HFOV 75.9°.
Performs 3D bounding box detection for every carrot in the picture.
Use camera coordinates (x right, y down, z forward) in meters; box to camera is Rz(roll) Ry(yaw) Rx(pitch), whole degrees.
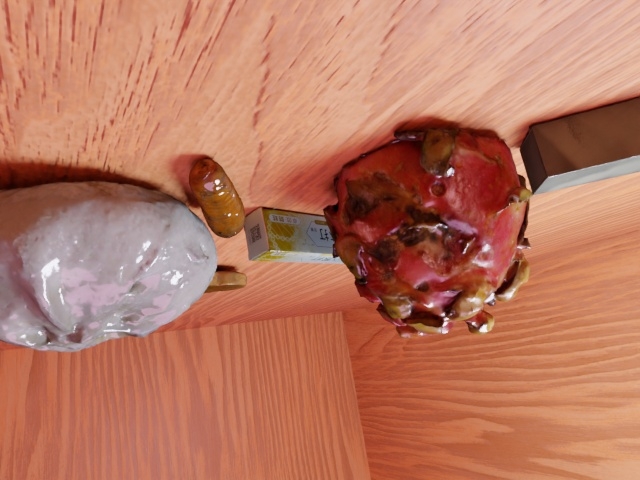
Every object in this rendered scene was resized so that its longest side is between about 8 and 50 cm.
[{"bbox_3d":[-0.138,-0.054,0.567,0.060,0.060,0.186,-8,161,-8],"label":"carrot"}]

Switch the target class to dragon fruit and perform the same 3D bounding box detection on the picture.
[{"bbox_3d":[0.183,0.015,0.623,0.314,0.263,0.296,4,160,-41],"label":"dragon fruit"}]

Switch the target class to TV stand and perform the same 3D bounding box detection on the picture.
[{"bbox_3d":[0.426,-0.139,0.553,0.269,0.083,0.088,-13,167,11],"label":"TV stand"}]

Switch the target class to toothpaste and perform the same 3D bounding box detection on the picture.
[{"bbox_3d":[0.000,0.000,0.802,0.313,0.089,0.071,5,154,-44],"label":"toothpaste"}]

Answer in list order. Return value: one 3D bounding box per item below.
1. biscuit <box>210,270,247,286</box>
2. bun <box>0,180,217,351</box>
[{"bbox_3d":[-0.380,0.115,1.069,0.376,0.051,0.269,-3,167,-20],"label":"biscuit"},{"bbox_3d":[-0.324,0.050,0.570,0.354,0.194,0.354,-10,166,-3],"label":"bun"}]
